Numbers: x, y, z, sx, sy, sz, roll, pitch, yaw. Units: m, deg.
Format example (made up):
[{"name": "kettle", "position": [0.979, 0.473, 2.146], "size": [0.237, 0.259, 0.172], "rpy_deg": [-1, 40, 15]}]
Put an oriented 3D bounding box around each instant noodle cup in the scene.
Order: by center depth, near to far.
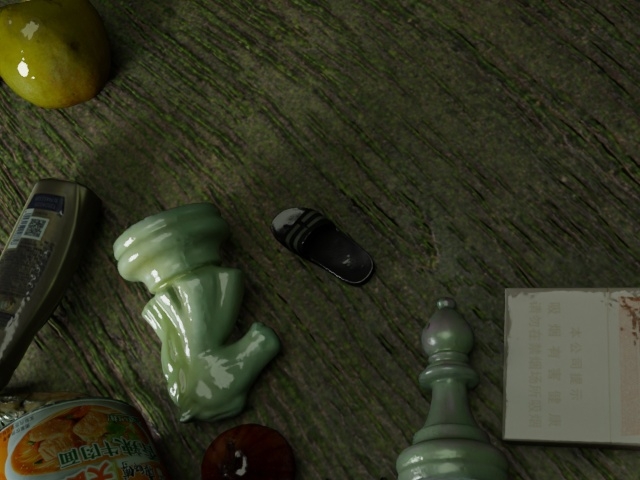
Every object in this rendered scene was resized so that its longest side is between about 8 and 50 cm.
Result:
[{"name": "instant noodle cup", "position": [-0.312, 0.356, 1.230], "size": [0.296, 0.296, 0.214], "rpy_deg": [-32, 55, 4]}]

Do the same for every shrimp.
[{"name": "shrimp", "position": [-0.466, 0.269, 1.375], "size": [0.296, 0.169, 0.058], "rpy_deg": [-6, 105, 18]}]

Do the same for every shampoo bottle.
[{"name": "shampoo bottle", "position": [-0.447, 0.072, 1.442], "size": [0.125, 0.084, 0.350], "rpy_deg": [5, 63, 25]}]

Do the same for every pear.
[{"name": "pear", "position": [-0.444, -0.314, 1.560], "size": [0.200, 0.200, 0.200], "rpy_deg": [-6, 69, 15]}]

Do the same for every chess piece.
[{"name": "chess piece", "position": [0.167, 0.197, 1.228], "size": [0.139, 0.139, 0.271], "rpy_deg": [-7, 56, 15]}, {"name": "chess piece", "position": [-0.167, 0.107, 1.351], "size": [0.176, 0.176, 0.298], "rpy_deg": [-25, 78, 7]}]

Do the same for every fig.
[{"name": "fig", "position": [-0.089, 0.301, 1.255], "size": [0.128, 0.150, 0.128], "rpy_deg": [8, 70, -21]}]

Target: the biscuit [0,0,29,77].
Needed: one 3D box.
[{"name": "biscuit", "position": [-0.563, -0.332, 1.688], "size": [0.048, 0.026, 0.292], "rpy_deg": [23, 78, 3]}]

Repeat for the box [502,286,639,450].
[{"name": "box", "position": [0.415, 0.161, 1.190], "size": [0.365, 0.051, 0.204], "rpy_deg": [-1, 70, 17]}]

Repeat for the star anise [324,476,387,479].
[{"name": "star anise", "position": [0.042, 0.369, 1.233], "size": [0.141, 0.042, 0.141], "rpy_deg": [-6, 70, 16]}]

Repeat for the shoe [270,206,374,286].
[{"name": "shoe", "position": [0.000, 0.000, 1.378], "size": [0.179, 0.049, 0.071], "rpy_deg": [34, 82, 25]}]
